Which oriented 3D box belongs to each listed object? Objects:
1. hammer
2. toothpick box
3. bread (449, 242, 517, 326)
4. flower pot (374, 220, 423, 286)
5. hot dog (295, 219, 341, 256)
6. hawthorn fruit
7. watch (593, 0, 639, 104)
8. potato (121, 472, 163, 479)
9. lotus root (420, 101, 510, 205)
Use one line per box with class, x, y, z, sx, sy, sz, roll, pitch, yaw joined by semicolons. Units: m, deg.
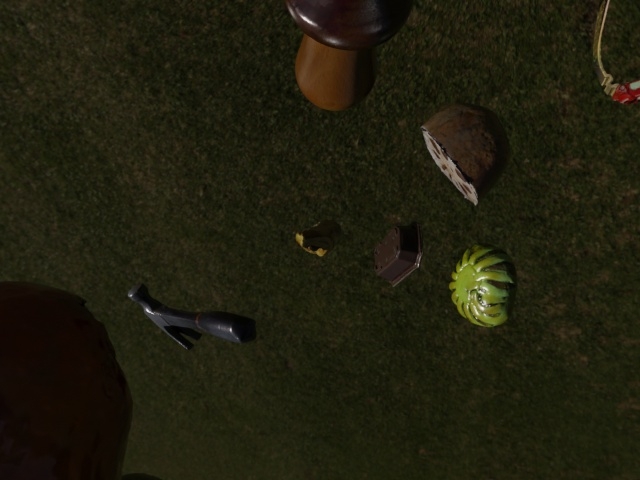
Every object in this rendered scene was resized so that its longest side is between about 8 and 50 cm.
hammer;-0.193;0.131;0.735;0.290;0.037;0.137;-1;132;46
toothpick box;0.037;-0.343;0.760;0.192;0.192;0.294;19;165;2
bread;0.278;0.077;0.803;0.071;0.130;0.139;3;118;-24
flower pot;0.258;0.043;1.615;0.084;0.178;0.251;11;151;-14
hot dog;-0.001;0.001;0.974;0.078;0.169;0.061;10;106;20
hawthorn fruit;-0.323;0.164;0.365;0.307;0.276;0.276;8;151;-44
watch;0.631;-0.406;0.911;0.165;0.102;0.268;5;94;23
potato;-0.377;0.591;0.985;0.186;0.148;0.253;39;159;44
lotus root;0.411;-0.251;1.280;0.192;0.272;0.272;-40;115;2
